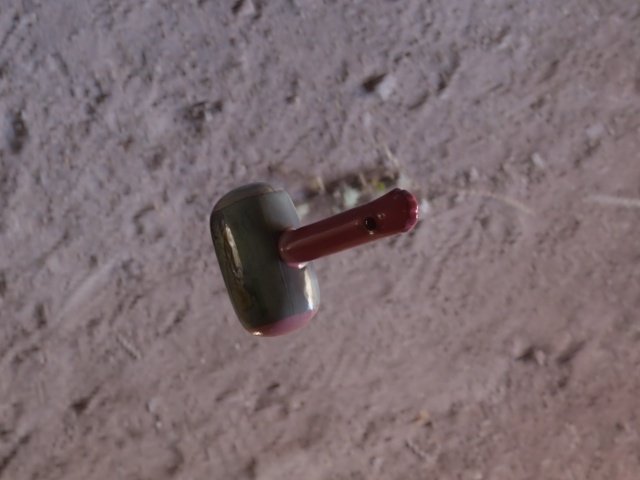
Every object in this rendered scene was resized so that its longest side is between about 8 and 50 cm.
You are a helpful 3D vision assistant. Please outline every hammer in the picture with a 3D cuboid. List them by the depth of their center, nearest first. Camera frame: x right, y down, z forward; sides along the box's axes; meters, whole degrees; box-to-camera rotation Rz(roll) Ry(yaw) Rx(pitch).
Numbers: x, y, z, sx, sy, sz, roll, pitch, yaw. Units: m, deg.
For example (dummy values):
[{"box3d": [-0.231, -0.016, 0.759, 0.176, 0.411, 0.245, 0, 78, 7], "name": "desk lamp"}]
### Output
[{"box3d": [0.000, 0.000, 0.434, 0.083, 0.052, 0.031, -19, -179, 40], "name": "hammer"}]
